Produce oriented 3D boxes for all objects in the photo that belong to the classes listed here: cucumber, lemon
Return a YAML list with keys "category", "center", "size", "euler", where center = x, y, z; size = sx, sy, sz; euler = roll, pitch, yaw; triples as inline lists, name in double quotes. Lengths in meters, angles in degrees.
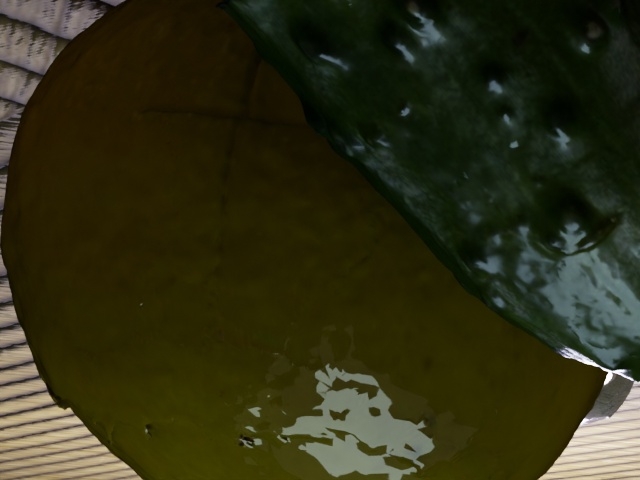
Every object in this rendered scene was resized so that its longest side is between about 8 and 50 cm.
- category: "cucumber"
  center: [0.083, -0.036, 0.572]
  size: [0.244, 0.134, 0.134]
  euler: [51, 149, -6]
- category: "lemon"
  center: [0.000, 0.001, 0.749]
  size: [0.297, 0.297, 0.297]
  euler: [1, 163, 0]

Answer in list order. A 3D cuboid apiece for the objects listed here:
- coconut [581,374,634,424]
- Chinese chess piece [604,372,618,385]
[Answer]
- category: "coconut"
  center: [0.216, 0.106, 1.367]
  size: [0.124, 0.110, 0.110]
  euler: [22, 154, -35]
- category: "Chinese chess piece"
  center: [0.112, 0.049, 1.200]
  size: [0.250, 0.103, 0.250]
  euler: [3, 163, 1]
